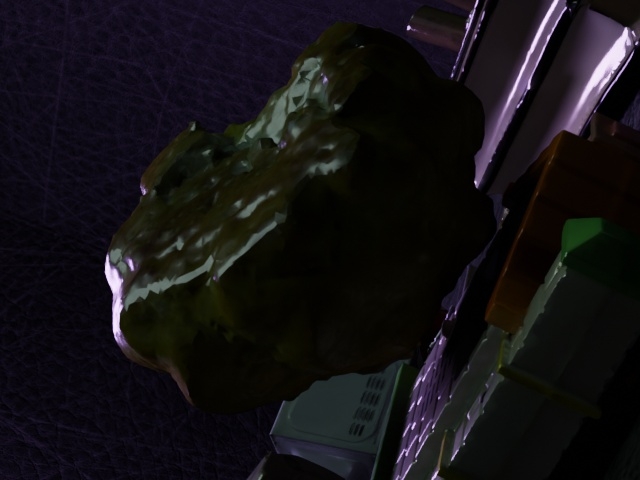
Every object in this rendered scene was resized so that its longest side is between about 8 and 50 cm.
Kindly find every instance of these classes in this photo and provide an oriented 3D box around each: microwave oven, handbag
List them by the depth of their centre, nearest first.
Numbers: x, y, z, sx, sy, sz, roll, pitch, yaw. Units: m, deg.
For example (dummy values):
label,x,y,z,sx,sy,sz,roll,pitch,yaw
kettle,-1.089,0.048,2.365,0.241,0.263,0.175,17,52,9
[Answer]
label,x,y,z,sx,sy,sz,roll,pitch,yaw
handbag,0.224,-0.203,1.253,0.237,0.160,0.358,-58,-8,-29
microwave oven,0.046,0.210,1.362,0.208,0.122,0.162,72,-148,-49

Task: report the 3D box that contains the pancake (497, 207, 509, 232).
label,x,y,z,sx,sy,sz,roll,pitch,yaw
pancake,0.245,-0.035,1.684,0.108,0.017,0.108,19,-90,-87

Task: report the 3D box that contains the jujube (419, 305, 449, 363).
label,x,y,z,sx,sy,sz,roll,pitch,yaw
jujube,0.053,0.118,1.527,0.174,0.250,0.174,-156,90,-88

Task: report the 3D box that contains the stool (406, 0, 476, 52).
label,x,y,z,sx,sy,sz,roll,pitch,yaw
stool,0.221,-0.306,1.567,0.272,0.178,0.272,-40,-24,-22

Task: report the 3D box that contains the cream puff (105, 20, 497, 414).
label,x,y,z,sx,sy,sz,roll,pitch,yaw
cream puff,0.001,-0.002,0.851,0.282,0.185,0.282,-35,28,22

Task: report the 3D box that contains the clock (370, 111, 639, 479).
label,x,y,z,sx,sy,sz,roll,pitch,yaw
clock,0.132,0.064,0.788,0.220,0.106,0.255,-67,3,-62

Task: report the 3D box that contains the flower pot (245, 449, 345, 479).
label,x,y,z,sx,sy,sz,roll,pitch,yaw
flower pot,-0.038,0.347,1.160,0.259,0.290,0.290,-55,0,8

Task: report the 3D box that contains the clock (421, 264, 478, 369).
label,x,y,z,sx,sy,sz,roll,pitch,yaw
clock,0.134,0.121,1.185,0.192,0.071,0.147,-62,-7,-70
